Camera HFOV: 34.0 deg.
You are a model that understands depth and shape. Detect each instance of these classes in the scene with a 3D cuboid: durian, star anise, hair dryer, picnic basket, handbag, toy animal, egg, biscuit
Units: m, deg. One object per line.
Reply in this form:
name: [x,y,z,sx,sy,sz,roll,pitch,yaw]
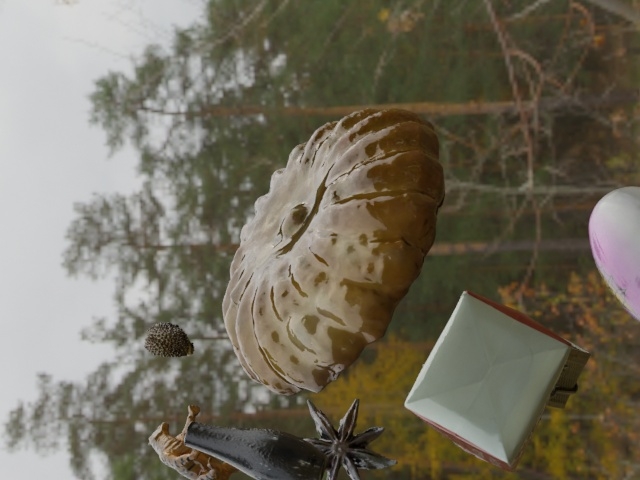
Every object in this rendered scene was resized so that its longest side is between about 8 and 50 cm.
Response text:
durian: [-0.353,0.221,2.408,0.110,0.140,0.071,0,-81,-45]
star anise: [0.036,0.385,1.985,0.061,0.204,0.181,96,166,-68]
hair dryer: [-0.084,0.331,1.467,0.219,0.195,0.075,86,-160,-52]
picnic basket: [0.453,0.255,2.353,0.165,0.266,0.139,18,-81,-43]
handbag: [0.221,0.187,1.319,0.171,0.151,0.298,-61,-19,-7]
toy animal: [-0.194,0.418,1.909,0.116,0.255,0.114,-50,7,29]
egg: [0.539,0.030,1.643,0.196,0.196,0.271,72,176,-56]
biscuit: [0.000,0.000,1.087,0.326,0.107,0.326,-48,26,32]
